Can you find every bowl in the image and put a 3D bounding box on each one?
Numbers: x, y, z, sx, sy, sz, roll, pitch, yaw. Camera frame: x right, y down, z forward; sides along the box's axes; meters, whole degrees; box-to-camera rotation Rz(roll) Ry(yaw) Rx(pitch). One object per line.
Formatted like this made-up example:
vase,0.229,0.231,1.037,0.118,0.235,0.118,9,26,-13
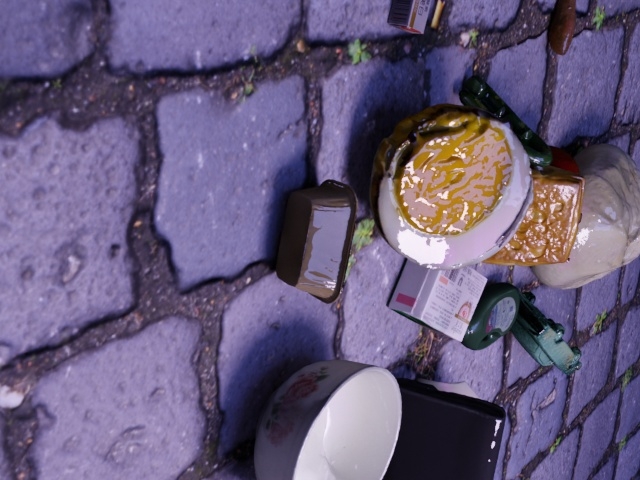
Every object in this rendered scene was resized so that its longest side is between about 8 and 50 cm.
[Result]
bowl,-0.005,0.302,1.394,0.277,0.145,0.277,-24,122,-45

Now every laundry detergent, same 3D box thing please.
laundry detergent,0.334,0.170,1.860,0.210,0.063,0.137,-23,129,-47

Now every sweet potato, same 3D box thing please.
sweet potato,0.502,-0.475,1.812,0.050,0.050,0.214,23,82,-55

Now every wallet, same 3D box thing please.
wallet,0.207,0.470,1.686,0.062,0.228,0.406,-25,125,-60

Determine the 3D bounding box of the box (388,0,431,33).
box,0.156,-0.429,1.372,0.055,0.039,0.218,6,101,-53

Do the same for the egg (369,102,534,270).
egg,0.184,-0.098,1.461,0.286,0.174,0.265,0,108,-27

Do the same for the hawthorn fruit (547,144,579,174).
hawthorn fruit,0.420,-0.111,1.769,0.188,0.169,0.169,15,93,-50

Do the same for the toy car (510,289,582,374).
toy car,0.499,0.212,2.049,0.097,0.141,0.320,-41,143,5

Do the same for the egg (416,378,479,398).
egg,0.271,0.401,1.792,0.206,0.161,0.271,-62,142,-16

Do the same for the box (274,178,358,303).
box,0.000,0.000,1.306,0.111,0.111,0.177,-2,107,-53

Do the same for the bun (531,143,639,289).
bun,0.628,-0.041,2.031,0.361,0.213,0.361,-30,130,-43

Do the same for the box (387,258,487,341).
box,0.218,0.096,1.657,0.199,0.081,0.135,31,80,-52

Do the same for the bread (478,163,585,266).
bread,0.359,-0.055,1.661,0.099,0.234,0.211,-72,164,-58

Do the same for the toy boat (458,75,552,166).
toy boat,0.328,-0.206,1.595,0.052,0.210,0.104,-49,170,35
